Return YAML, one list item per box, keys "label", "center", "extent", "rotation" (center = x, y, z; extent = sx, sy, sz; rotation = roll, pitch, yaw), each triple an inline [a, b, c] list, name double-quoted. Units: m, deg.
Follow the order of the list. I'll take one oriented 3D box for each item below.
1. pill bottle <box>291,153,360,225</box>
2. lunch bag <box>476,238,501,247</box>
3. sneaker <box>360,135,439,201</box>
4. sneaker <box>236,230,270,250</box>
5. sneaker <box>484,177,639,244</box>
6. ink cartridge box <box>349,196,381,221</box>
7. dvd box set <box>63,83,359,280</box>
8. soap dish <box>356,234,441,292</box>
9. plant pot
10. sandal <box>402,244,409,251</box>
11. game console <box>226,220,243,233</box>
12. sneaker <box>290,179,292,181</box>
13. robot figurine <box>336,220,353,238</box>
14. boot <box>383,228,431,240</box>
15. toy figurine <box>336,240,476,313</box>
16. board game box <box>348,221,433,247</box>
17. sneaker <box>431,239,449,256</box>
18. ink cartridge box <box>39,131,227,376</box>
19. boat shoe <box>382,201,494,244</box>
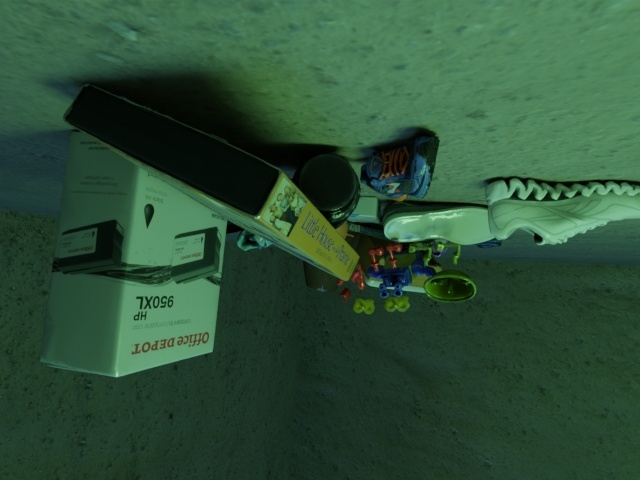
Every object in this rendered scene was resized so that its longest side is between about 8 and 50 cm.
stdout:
- label: "pill bottle"
  center: [0.007, -0.083, 0.789]
  extent: [0.123, 0.123, 0.219]
  rotation: [5, 175, -2]
- label: "lunch bag"
  center: [0.568, -0.006, 1.490]
  extent: [0.098, 0.065, 0.067]
  rotation: [1, 174, 33]
- label: "sneaker"
  center: [0.115, -0.107, 0.674]
  extent: [0.087, 0.083, 0.221]
  rotation: [12, 172, -7]
- label: "sneaker"
  center: [-0.135, -0.026, 1.253]
  extent: [0.283, 0.110, 0.122]
  rotation: [-19, -158, 44]
- label: "sneaker"
  center: [0.456, -0.048, 0.801]
  extent: [0.292, 0.118, 0.110]
  rotation: [2, 173, 14]
- label: "ink cartridge box"
  center: [0.109, -0.081, 1.146]
  extent: [0.088, 0.052, 0.122]
  rotation: [4, 174, 13]
- label: "dvd box set"
  center: [-0.120, -0.058, 0.668]
  extent: [0.307, 0.062, 0.420]
  rotation: [26, 175, 21]
- label: "soap dish"
  center: [0.270, 0.072, 1.544]
  extent: [0.291, 0.118, 0.229]
  rotation: [10, -152, -21]
- label: "plant pot"
  center: [0.023, 0.054, 1.517]
  extent: [0.215, 0.230, 0.215]
  rotation: [11, -171, -2]
- label: "sandal"
  center: [0.290, 0.027, 1.393]
  extent: [0.067, 0.040, 0.179]
  rotation: [10, 176, 19]
- label: "game console"
  center: [-0.260, -0.062, 1.148]
  extent: [0.213, 0.044, 0.361]
  rotation: [5, 171, -43]
- label: "sneaker"
  center: [-0.103, -0.111, 0.980]
  extent: [0.119, 0.057, 0.047]
  rotation: [3, 173, 7]
- label: "robot figurine"
  center: [-0.008, -0.038, 1.330]
  extent: [0.219, 0.158, 0.128]
  rotation: [1, -169, 36]
- label: "boot"
  center: [0.294, -0.036, 1.322]
  extent: [0.244, 0.088, 0.176]
  rotation: [2, 177, -8]
- label: "toy figurine"
  center: [0.239, 0.057, 1.198]
  extent: [0.362, 0.191, 0.217]
  rotation: [-9, -160, 27]
- label: "board game box"
  center: [0.230, -0.021, 1.416]
  extent: [0.259, 0.030, 0.136]
  rotation: [17, -170, 21]
- label: "sneaker"
  center: [0.429, 0.011, 1.621]
  extent: [0.095, 0.104, 0.236]
  rotation: [3, 176, 6]
- label: "ink cartridge box"
  center: [-0.324, 0.028, 0.824]
  extent: [0.166, 0.395, 0.285]
  rotation: [4, 176, 19]
- label: "boat shoe"
  center: [0.316, -0.060, 1.118]
  extent: [0.319, 0.116, 0.099]
  rotation: [-2, -141, -2]
